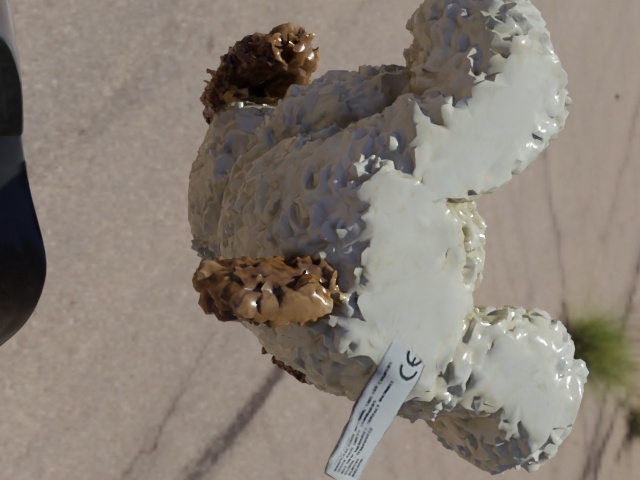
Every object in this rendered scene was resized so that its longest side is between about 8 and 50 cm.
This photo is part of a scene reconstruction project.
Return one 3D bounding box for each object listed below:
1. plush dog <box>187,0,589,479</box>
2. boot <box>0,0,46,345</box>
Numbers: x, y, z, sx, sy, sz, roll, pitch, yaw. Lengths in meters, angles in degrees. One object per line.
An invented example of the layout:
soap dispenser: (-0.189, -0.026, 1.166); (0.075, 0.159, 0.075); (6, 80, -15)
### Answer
plush dog: (0.000, 0.000, 0.625); (0.210, 0.225, 0.262); (-12, 103, -25)
boot: (-0.227, -0.102, 0.642); (0.264, 0.096, 0.280); (98, -24, -45)
